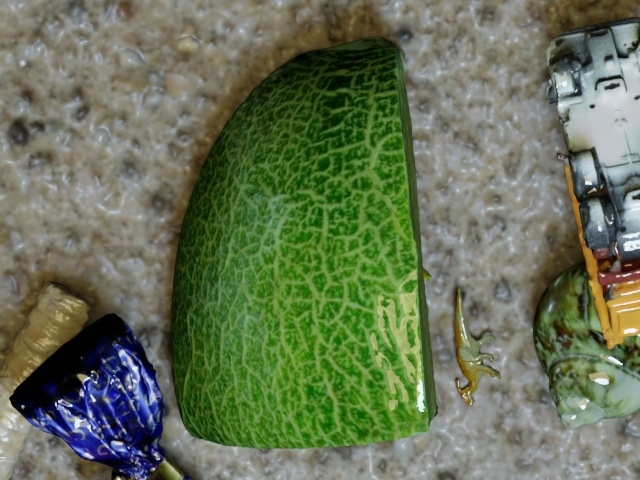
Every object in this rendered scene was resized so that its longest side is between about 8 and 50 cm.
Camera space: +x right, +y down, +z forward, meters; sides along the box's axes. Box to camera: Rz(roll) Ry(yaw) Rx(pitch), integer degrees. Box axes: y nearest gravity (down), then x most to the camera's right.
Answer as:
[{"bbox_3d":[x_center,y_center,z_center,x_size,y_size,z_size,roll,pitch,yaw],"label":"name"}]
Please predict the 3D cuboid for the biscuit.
[{"bbox_3d":[-0.278,0.141,1.774,0.061,0.055,0.219,32,99,35],"label":"biscuit"}]

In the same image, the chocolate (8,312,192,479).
[{"bbox_3d":[-0.148,0.230,1.743,0.148,0.126,0.343,-20,113,30],"label":"chocolate"}]

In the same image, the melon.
[{"bbox_3d":[0.000,0.000,1.688,0.226,0.331,0.343,-8,90,-32],"label":"melon"}]

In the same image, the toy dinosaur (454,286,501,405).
[{"bbox_3d":[0.143,0.099,1.756,0.041,0.026,0.113,3,107,21],"label":"toy dinosaur"}]

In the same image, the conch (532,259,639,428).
[{"bbox_3d":[0.283,0.092,1.700,0.187,0.124,0.181,37,101,-10],"label":"conch"}]

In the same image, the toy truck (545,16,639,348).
[{"bbox_3d":[0.264,-0.054,1.628,0.114,0.135,0.270,-10,56,5],"label":"toy truck"}]
